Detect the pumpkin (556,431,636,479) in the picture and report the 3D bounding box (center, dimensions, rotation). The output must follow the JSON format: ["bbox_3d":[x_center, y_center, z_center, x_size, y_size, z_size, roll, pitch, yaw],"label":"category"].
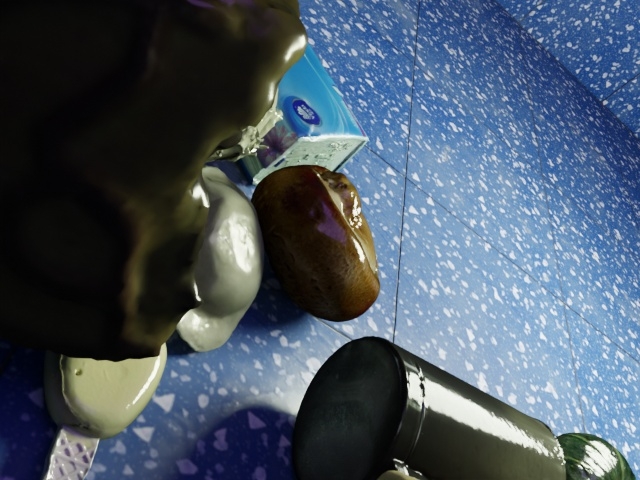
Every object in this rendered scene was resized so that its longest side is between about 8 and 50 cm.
[{"bbox_3d":[0.402,0.405,1.129,0.212,0.152,0.211,8,77,-36],"label":"pumpkin"}]

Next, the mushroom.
[{"bbox_3d":[0.000,0.000,1.031,0.253,0.153,0.253,60,13,-23],"label":"mushroom"}]

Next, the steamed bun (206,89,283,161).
[{"bbox_3d":[-0.200,-0.206,0.915,0.334,0.312,0.232,77,8,-81],"label":"steamed bun"}]

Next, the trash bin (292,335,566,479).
[{"bbox_3d":[0.142,0.271,0.921,0.302,0.203,0.252,30,13,-28],"label":"trash bin"}]

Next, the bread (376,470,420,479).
[{"bbox_3d":[0.160,0.431,0.633,0.390,0.279,0.371,32,67,-24],"label":"bread"}]

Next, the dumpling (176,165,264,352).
[{"bbox_3d":[-0.149,0.011,0.907,0.162,0.132,0.250,27,55,-43],"label":"dumpling"}]

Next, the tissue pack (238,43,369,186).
[{"bbox_3d":[-0.071,-0.232,1.198,0.198,0.146,0.263,-10,66,-51],"label":"tissue pack"}]

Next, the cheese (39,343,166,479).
[{"bbox_3d":[-0.235,0.171,0.726,0.127,0.050,0.255,34,38,-22],"label":"cheese"}]

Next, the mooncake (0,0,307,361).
[{"bbox_3d":[-0.188,-0.089,0.668,0.246,0.394,0.394,-108,179,-52],"label":"mooncake"}]
